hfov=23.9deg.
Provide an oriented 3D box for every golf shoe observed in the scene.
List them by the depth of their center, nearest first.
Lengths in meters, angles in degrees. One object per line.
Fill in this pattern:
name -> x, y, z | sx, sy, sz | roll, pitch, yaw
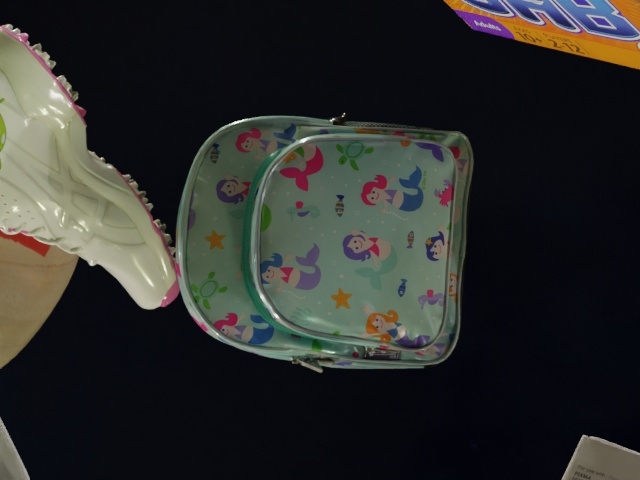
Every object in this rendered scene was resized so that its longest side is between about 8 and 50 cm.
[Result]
golf shoe -> -0.243, -0.042, 1.349 | 0.140, 0.306, 0.115 | -40, -154, -15

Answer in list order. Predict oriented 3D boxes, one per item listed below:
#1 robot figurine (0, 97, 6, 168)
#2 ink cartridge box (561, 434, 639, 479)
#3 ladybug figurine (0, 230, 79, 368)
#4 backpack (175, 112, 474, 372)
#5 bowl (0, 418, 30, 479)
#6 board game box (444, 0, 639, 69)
robot figurine -> -0.291, -0.070, 1.180 | 0.067, 0.101, 0.115 | 48, -65, 11
ink cartridge box -> 0.239, 0.313, 1.291 | 0.100, 0.172, 0.237 | 16, -114, 33
ladybug figurine -> -0.406, -0.023, 1.629 | 0.305, 0.162, 0.449 | -25, -143, 8
backpack -> 0.000, 0.000, 1.307 | 0.253, 0.191, 0.225 | 6, -93, -3
bowl -> -0.173, 0.077, 0.467 | 0.053, 0.142, 0.142 | -17, -75, 45
board game box -> 0.257, -0.420, 1.486 | 0.356, 0.356, 0.356 | 25, -99, 51
